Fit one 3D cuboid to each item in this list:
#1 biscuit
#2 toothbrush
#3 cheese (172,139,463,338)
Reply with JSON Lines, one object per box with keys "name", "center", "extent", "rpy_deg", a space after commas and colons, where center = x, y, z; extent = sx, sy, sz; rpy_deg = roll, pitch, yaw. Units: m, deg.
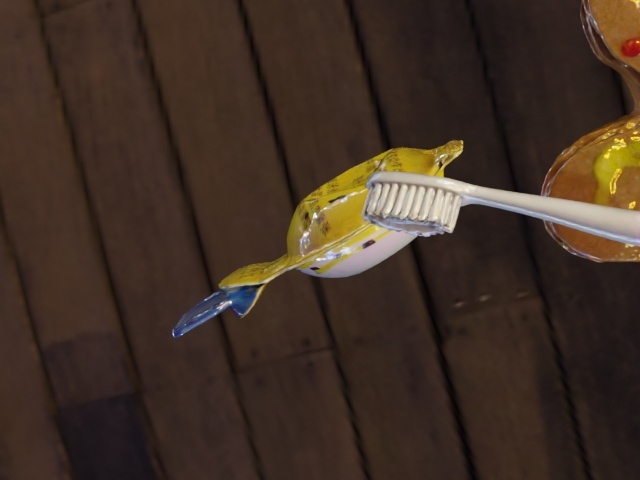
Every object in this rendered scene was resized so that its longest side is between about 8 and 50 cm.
{"name": "biscuit", "center": [0.306, -0.125, 1.411], "extent": [0.262, 0.052, 0.277], "rpy_deg": [-13, 99, -10]}
{"name": "toothbrush", "center": [0.153, 0.000, 0.662], "extent": [0.286, 0.020, 0.025], "rpy_deg": [7, 61, 19]}
{"name": "cheese", "center": [0.000, 0.000, 1.184], "extent": [0.250, 0.156, 0.064], "rpy_deg": [-31, 96, 10]}
